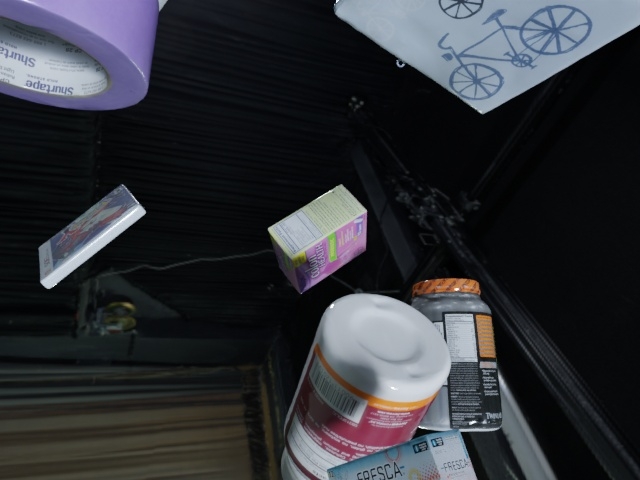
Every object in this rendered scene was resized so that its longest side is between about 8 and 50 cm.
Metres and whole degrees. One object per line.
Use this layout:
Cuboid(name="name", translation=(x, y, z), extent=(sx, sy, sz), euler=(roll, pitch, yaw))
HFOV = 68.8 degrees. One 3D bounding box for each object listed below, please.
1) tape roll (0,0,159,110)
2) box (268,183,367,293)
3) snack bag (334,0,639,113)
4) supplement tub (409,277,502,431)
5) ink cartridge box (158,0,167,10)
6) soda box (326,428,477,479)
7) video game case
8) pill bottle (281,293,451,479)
Cuboid(name="tape roll", translation=(-0.235, -0.182, 0.383), extent=(0.189, 0.189, 0.080), euler=(167, -71, -66))
Cuboid(name="box", translation=(0.000, 0.000, 1.300), extent=(0.117, 0.243, 0.213), euler=(51, -16, 27))
Cuboid(name="snack bag", translation=(0.217, -0.331, 0.666), extent=(0.323, 0.343, 0.037), euler=(-22, -135, 65))
Cuboid(name="supplement tub", translation=(0.292, 0.253, 1.049), extent=(0.194, 0.194, 0.315), euler=(145, -51, -61))
Cuboid(name="ink cartridge box", translation=(-0.271, -0.482, 0.574), extent=(0.384, 0.279, 0.160), euler=(-62, 179, -13))
Cuboid(name="soda box", translation=(0.087, 0.276, 0.546), extent=(0.183, 0.058, 0.062), euler=(-41, -127, 39))
Cuboid(name="video game case", translation=(-0.423, -0.017, 0.856), extent=(0.201, 0.023, 0.183), euler=(-41, -146, -13))
Cuboid(name="pill bottle", translation=(0.060, 0.310, 0.853), extent=(0.224, 0.224, 0.391), euler=(-115, -145, -51))
